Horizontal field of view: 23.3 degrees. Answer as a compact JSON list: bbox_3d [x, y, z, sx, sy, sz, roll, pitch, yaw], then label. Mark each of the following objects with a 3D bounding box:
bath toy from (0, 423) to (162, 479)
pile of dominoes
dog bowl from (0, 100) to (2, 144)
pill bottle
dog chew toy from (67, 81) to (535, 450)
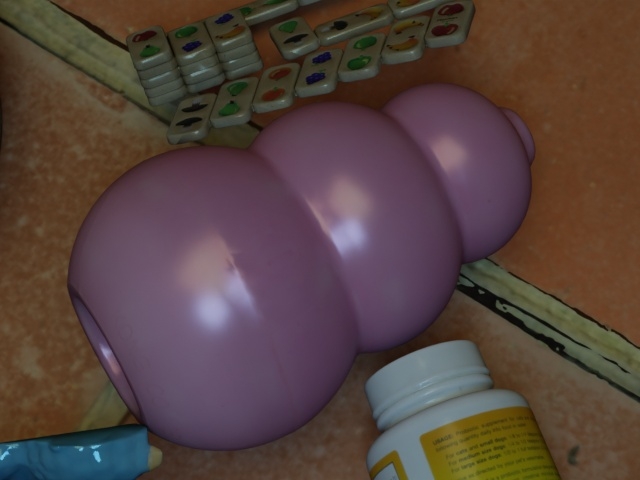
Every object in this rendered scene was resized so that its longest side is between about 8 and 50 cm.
[{"bbox_3d":[-0.152,0.295,0.981,0.129,0.151,0.348,-5,75,-18],"label":"bath toy"},{"bbox_3d":[-0.015,-0.162,1.134,0.251,0.040,0.196,-20,30,-3],"label":"pile of dominoes"},{"bbox_3d":[-0.401,-0.091,1.166,0.349,0.102,0.348,-2,70,4],"label":"dog bowl"},{"bbox_3d":[0.104,0.178,1.013,0.117,0.117,0.215,-20,69,-3],"label":"pill bottle"},{"bbox_3d":[0.000,0.000,1.055,0.332,0.206,0.206,-29,69,-16],"label":"dog chew toy"}]
